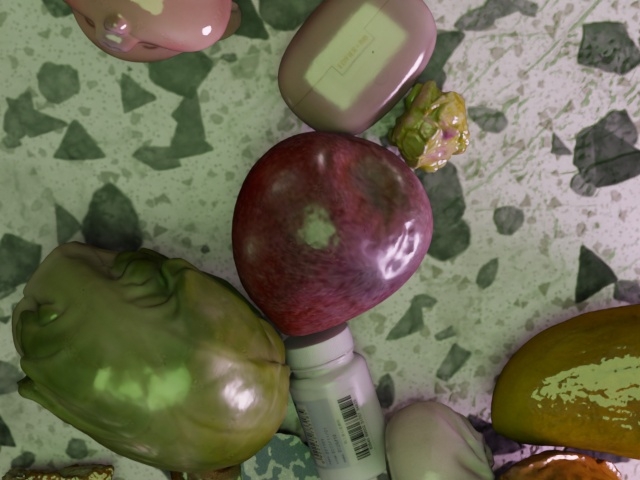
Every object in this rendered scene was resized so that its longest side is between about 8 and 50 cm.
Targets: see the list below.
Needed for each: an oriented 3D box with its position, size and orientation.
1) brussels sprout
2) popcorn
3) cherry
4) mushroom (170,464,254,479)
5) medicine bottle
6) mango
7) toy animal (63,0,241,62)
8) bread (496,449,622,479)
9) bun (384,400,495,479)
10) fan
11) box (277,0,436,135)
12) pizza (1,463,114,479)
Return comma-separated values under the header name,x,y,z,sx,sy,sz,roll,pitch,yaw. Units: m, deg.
name,x,y,z,sx,sy,sz,roll,pitch,yaw
brussels sprout,-0.184,0.136,1.364,0.328,0.328,0.247,37,73,-9
popcorn,0.128,-0.136,1.416,0.097,0.109,0.089,-33,67,-30
cherry,0.001,-0.011,1.384,0.239,0.239,0.206,-16,70,1
mushroom,-0.129,0.275,1.493,0.126,0.085,0.109,-14,121,-14
medicine bottle,0.020,0.202,1.472,0.103,0.103,0.186,-19,102,2
mango,0.383,0.172,1.463,0.332,0.142,0.195,6,97,0
toy animal,-0.173,-0.353,1.303,0.237,0.269,0.326,20,68,-7
bread,0.336,0.394,1.460,0.179,0.194,0.340,-22,121,-15
bun,0.153,0.280,1.455,0.120,0.173,0.172,-14,102,16
fan,-0.039,0.331,1.509,0.131,0.009,0.240,-34,120,-20
box,0.043,-0.217,1.396,0.146,0.088,0.200,40,96,-8
pizza,-0.317,0.339,1.514,0.182,0.062,0.161,44,103,-5
